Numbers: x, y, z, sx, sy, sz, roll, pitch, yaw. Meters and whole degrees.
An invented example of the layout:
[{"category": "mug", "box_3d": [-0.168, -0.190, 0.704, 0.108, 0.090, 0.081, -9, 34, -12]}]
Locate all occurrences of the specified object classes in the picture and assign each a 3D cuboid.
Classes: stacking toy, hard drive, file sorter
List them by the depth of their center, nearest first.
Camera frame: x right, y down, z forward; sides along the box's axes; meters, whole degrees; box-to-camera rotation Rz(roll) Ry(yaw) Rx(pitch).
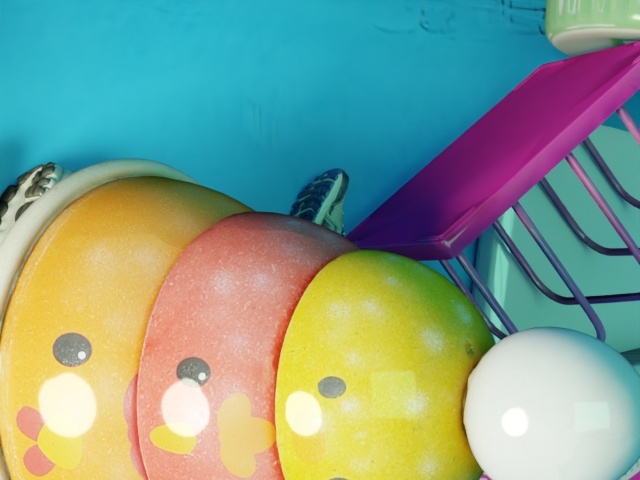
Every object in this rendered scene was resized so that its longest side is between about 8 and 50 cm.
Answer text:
[{"category": "stacking toy", "box_3d": [0.011, 0.103, 1.078, 0.350, 0.480, 0.351, 4, 85, -55]}, {"category": "file sorter", "box_3d": [0.205, -0.016, 1.314, 0.290, 0.202, 0.182, -41, 104, -20]}, {"category": "hard drive", "box_3d": [0.259, 0.062, 1.461, 0.233, 0.047, 0.353, 11, 82, -22]}]

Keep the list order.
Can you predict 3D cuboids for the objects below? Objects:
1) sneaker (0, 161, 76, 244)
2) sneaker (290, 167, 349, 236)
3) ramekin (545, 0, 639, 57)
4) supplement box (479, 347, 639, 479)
[{"category": "sneaker", "box_3d": [-0.235, 0.071, 1.206, 0.118, 0.107, 0.279, 34, 64, -29]}, {"category": "sneaker", "box_3d": [0.000, 0.000, 1.358, 0.058, 0.052, 0.135, 26, 83, -30]}, {"category": "ramekin", "box_3d": [0.357, -0.242, 1.399, 0.303, 0.303, 0.148, 10, 89, -22]}, {"category": "supplement box", "box_3d": [0.258, 0.171, 1.366, 0.220, 0.114, 0.111, -9, 91, -25]}]
